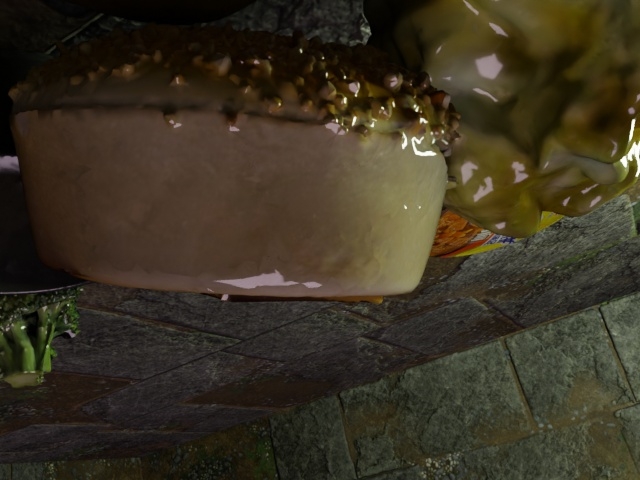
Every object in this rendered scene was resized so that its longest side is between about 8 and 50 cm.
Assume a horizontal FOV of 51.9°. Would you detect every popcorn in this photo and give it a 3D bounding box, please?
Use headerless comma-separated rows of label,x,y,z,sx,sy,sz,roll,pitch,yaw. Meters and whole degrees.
popcorn,0.196,-0.177,0.552,0.334,0.293,0.292,-43,-171,35

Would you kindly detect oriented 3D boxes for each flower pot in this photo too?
flower pot,-0.283,-0.068,0.619,0.269,0.166,0.269,-9,157,-4

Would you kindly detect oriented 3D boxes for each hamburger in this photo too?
hamburger,-0.054,-0.053,0.447,0.302,0.170,0.302,6,180,0

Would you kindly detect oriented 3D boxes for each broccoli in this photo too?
broccoli,-0.447,0.127,0.964,0.226,0.176,0.198,-3,164,12

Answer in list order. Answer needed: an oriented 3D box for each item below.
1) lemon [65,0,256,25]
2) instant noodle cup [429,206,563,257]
lemon,-0.104,-0.212,0.383,0.207,0.170,0.170,8,154,-5
instant noodle cup,0.190,-0.098,0.813,0.213,0.174,0.213,-13,158,-6
